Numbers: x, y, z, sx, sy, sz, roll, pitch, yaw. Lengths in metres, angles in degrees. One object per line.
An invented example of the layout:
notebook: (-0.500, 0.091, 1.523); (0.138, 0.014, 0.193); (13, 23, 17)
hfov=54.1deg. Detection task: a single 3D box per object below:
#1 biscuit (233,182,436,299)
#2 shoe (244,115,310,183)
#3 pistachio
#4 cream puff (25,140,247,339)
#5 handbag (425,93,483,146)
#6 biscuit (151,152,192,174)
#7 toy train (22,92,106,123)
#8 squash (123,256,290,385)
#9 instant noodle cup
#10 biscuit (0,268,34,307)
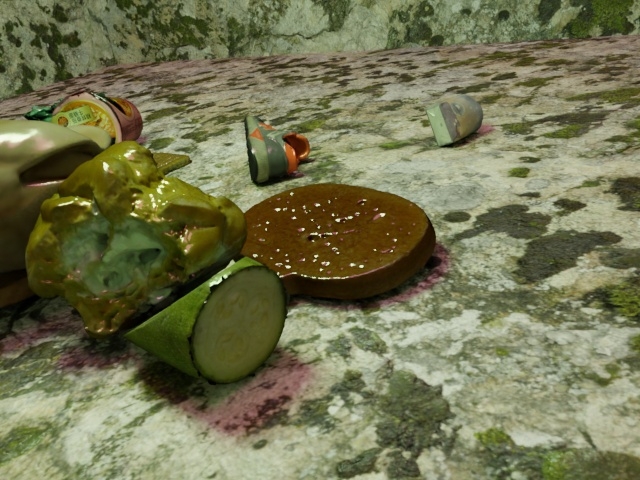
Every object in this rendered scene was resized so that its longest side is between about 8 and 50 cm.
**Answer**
biscuit: (0.001, 0.008, 1.155); (0.350, 0.070, 0.394); (-35, 38, -31)
shoe: (-0.117, -0.263, 1.712); (0.171, 0.132, 0.336); (-6, 27, -6)
pistachio: (-0.553, -0.094, 1.146); (0.365, 0.281, 0.445); (-16, 12, 25)
cream puff: (-0.296, -0.015, 1.036); (0.323, 0.270, 0.274); (-31, -3, 10)
handbag: (0.372, -0.335, 1.709); (0.173, 0.117, 0.095); (-29, 13, -40)
biscuit: (-0.516, -0.207, 1.823); (0.172, 0.029, 0.254); (9, 30, 34)
toy train: (-0.887, -0.415, 2.214); (0.299, 0.167, 0.238); (-9, 16, 20)
squash: (-0.193, 0.089, 0.917); (0.260, 0.189, 0.189); (20, 37, 41)
instant noodle cup: (-0.696, -0.365, 2.012); (0.244, 0.244, 0.255); (-5, 17, 8)
biscuit: (-0.669, 0.060, 1.269); (0.385, 0.062, 0.365); (-14, 24, -15)
